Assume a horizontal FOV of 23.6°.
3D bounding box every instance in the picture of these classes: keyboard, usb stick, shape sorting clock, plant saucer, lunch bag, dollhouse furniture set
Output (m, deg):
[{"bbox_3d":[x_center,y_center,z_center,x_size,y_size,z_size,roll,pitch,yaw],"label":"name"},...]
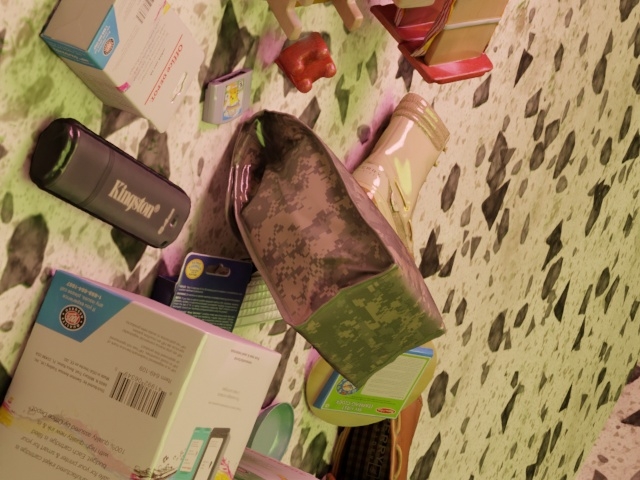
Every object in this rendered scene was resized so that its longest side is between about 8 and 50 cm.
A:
[{"bbox_3d":[-0.062,0.076,2.042,0.256,0.014,0.072,-6,114,-62],"label":"keyboard"},{"bbox_3d":[-0.214,-0.055,1.599,0.077,0.045,0.278,-68,155,-6],"label":"usb stick"},{"bbox_3d":[0.075,0.199,2.269,0.206,0.040,0.206,-13,129,-17],"label":"shape sorting clock"},{"bbox_3d":[-0.077,0.280,2.154,0.119,0.021,0.119,-43,143,-44],"label":"plant saucer"},{"bbox_3d":[0.000,0.000,1.860,0.169,0.287,0.235,-32,151,5],"label":"lunch bag"},{"bbox_3d":[0.070,-0.299,1.875,0.374,0.152,0.201,-14,146,-32],"label":"dollhouse furniture set"}]

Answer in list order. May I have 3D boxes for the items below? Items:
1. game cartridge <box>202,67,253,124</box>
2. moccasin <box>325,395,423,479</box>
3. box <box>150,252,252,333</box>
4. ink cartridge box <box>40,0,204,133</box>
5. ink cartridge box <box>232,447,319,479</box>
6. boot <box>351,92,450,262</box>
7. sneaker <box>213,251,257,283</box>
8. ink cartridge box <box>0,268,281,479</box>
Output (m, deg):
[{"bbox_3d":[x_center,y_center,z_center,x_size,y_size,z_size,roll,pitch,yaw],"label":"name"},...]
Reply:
[{"bbox_3d":[-0.106,-0.165,1.771,0.083,0.017,0.056,-32,140,-52],"label":"game cartridge"},{"bbox_3d":[0.067,0.399,2.395,0.147,0.139,0.380,11,98,-64],"label":"moccasin"},{"bbox_3d":[-0.162,0.122,1.826,0.136,0.036,0.225,11,99,-56],"label":"box"},{"bbox_3d":[-0.192,-0.194,1.521,0.104,0.061,0.181,-63,154,-13],"label":"ink cartridge box"},{"bbox_3d":[-0.117,0.316,1.942,0.212,0.154,0.093,15,95,-65],"label":"ink cartridge box"},{"bbox_3d":[0.119,-0.068,2.212,0.203,0.095,0.262,-59,149,-24],"label":"boot"},{"bbox_3d":[-0.106,0.045,1.902,0.083,0.037,0.032,-48,149,-36],"label":"sneaker"},{"bbox_3d":[-0.207,0.201,1.624,0.270,0.198,0.197,-68,156,-2],"label":"ink cartridge box"}]
